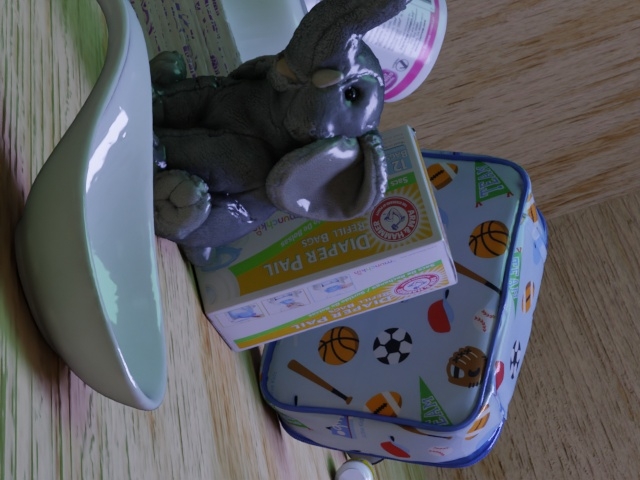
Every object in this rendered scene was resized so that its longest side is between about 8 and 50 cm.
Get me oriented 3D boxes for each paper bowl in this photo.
[{"bbox_3d":[-0.071,-0.149,1.481,0.284,0.148,0.284,-17,90,-87],"label":"paper bowl"}]

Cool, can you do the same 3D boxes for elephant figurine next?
[{"bbox_3d":[-0.020,-0.086,1.204,0.186,0.240,0.169,-64,135,-84],"label":"elephant figurine"}]

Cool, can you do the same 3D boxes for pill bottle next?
[{"bbox_3d":[-0.009,-0.272,1.877,0.283,0.160,0.160,17,41,-32],"label":"pill bottle"},{"bbox_3d":[0.039,0.268,1.835,0.083,0.043,0.043,34,38,-84],"label":"pill bottle"}]

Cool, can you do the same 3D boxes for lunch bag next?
[{"bbox_3d":[0.073,0.050,1.524,0.115,0.243,0.303,60,41,-57],"label":"lunch bag"}]

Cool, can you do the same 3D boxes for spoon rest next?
[{"bbox_3d":[-0.118,-0.047,0.829,0.137,0.084,0.276,60,12,-71],"label":"spoon rest"}]

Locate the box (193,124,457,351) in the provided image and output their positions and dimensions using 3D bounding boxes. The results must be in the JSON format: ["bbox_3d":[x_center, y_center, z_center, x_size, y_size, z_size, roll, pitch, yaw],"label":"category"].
[{"bbox_3d":[0.000,0.000,1.356,0.103,0.203,0.114,63,10,-66],"label":"box"}]

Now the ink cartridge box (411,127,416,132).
[{"bbox_3d":[0.031,-0.082,2.098,0.109,0.209,0.062,-60,131,-84],"label":"ink cartridge box"}]

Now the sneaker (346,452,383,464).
[{"bbox_3d":[0.043,0.201,1.943,0.100,0.108,0.271,41,-24,20],"label":"sneaker"}]
